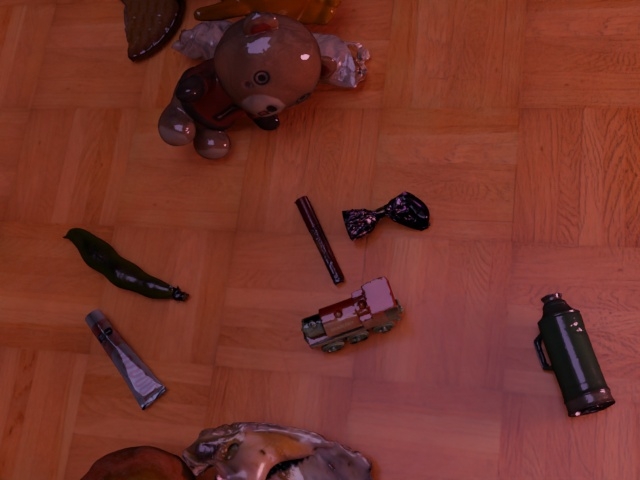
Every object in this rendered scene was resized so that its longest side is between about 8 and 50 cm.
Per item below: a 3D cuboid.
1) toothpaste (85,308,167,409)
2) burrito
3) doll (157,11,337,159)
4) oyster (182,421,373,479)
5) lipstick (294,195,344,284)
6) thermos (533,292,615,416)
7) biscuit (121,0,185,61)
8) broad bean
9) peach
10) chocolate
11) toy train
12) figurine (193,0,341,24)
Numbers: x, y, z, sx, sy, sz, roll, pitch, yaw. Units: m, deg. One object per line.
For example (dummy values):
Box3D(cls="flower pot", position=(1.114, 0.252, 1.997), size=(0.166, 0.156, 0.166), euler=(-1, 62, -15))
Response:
Box3D(cls="toothpaste", position=(-0.355, 0.210, 1.520), size=(0.056, 0.036, 0.205), euler=(-41, 71, -3))
Box3D(cls="burrito", position=(-0.095, -0.366, 1.621), size=(0.391, 0.076, 0.117), euler=(14, 56, 18))
Box3D(cls="doll", position=(-0.142, -0.282, 1.519), size=(0.329, 0.235, 0.174), euler=(-26, 57, 30))
Box3D(cls="oyster", position=(-0.055, 0.392, 1.342), size=(0.275, 0.100, 0.271), euler=(-18, 62, -15))
Box3D(cls="lipstick", position=(0.001, 0.000, 1.498), size=(0.027, 0.027, 0.177), euler=(-28, 68, 5))
Box3D(cls="thermos", position=(0.389, 0.175, 1.316), size=(0.073, 0.083, 0.188), euler=(-9, 67, -11))
Box3D(cls="biscuit", position=(-0.365, -0.477, 1.754), size=(0.176, 0.031, 0.229), euler=(19, 80, 21))
Box3D(cls="broad bean", position=(-0.375, 0.053, 1.572), size=(0.297, 0.043, 0.060), euler=(29, 70, 21))
Box3D(cls="peach", position=(-0.271, 0.439, 1.327), size=(0.235, 0.214, 0.214), euler=(23, 79, 25))
Box3D(cls="chocolate", position=(0.114, -0.043, 1.469), size=(0.147, 0.072, 0.070), euler=(-13, 28, 2))
Box3D(cls="toy train", position=(0.048, 0.126, 1.393), size=(0.175, 0.118, 0.074), euler=(-19, 65, 6))
Box3D(cls="figurine", position=(-0.153, -0.566, 1.602), size=(0.400, 0.268, 0.387), euler=(-18, 54, -3))
